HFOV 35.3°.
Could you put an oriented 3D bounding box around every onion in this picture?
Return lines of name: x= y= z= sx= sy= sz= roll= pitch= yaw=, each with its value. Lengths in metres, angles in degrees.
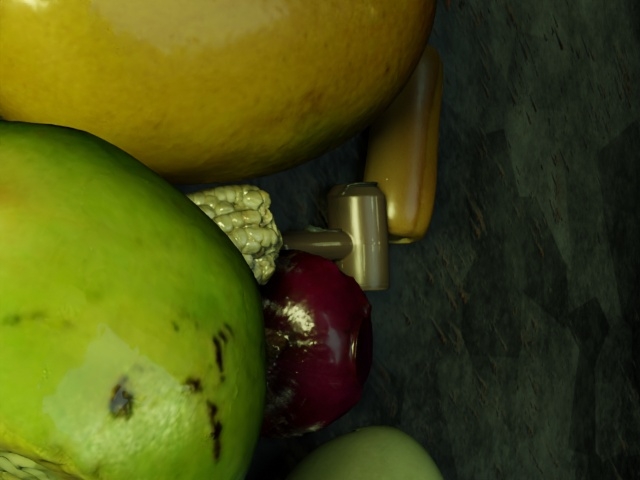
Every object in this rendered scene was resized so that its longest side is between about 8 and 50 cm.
onion: x=-0.003 y=0.091 z=0.936 sx=0.198 sy=0.135 sz=0.173 roll=-17 pitch=108 yaw=-56

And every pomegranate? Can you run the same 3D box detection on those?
pomegranate: x=-0.176 y=0.062 z=0.608 sx=0.358 sy=0.310 sz=0.216 roll=89 pitch=13 yaw=-63

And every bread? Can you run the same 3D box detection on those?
bread: x=0.097 y=-0.116 z=1.135 sx=0.093 sy=0.074 sz=0.239 roll=18 pitch=73 yaw=-47

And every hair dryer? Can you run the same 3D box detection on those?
hair dryer: x=0.000 y=0.000 z=1.013 sx=0.182 sy=0.064 sz=0.117 roll=-4 pitch=90 yaw=-48

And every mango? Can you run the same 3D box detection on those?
mango: x=-0.087 y=-0.194 z=0.769 sx=0.446 sy=0.232 sz=0.299 roll=-16 pitch=104 yaw=-47

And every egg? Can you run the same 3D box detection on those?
egg: x=0.034 y=0.291 z=0.929 sx=0.186 sy=0.187 sz=0.253 roll=49 pitch=53 yaw=-40

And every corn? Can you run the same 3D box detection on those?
corn: x=-0.132 y=0.013 z=0.771 sx=0.211 sy=0.087 sz=0.087 roll=-12 pitch=100 yaw=-17
